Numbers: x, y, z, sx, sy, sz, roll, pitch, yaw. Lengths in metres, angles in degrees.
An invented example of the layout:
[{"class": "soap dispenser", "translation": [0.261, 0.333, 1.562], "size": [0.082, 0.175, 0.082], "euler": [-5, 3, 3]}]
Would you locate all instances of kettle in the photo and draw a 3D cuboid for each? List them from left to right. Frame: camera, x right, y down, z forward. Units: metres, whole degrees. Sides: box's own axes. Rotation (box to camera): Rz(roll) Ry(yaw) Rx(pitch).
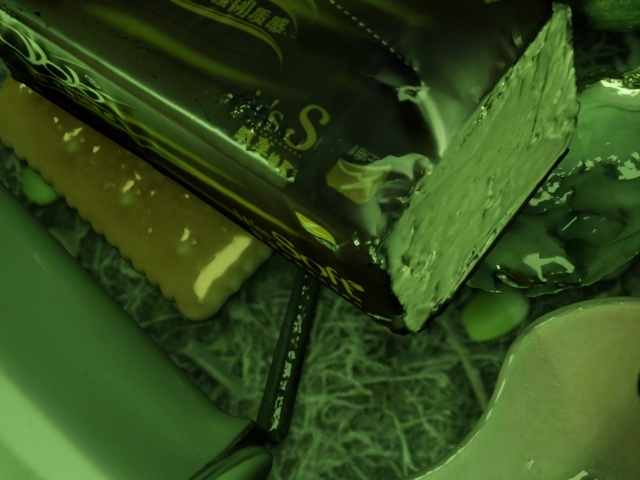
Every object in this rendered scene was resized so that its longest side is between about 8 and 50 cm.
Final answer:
[{"class": "kettle", "translation": [-0.227, 0.123, 1.198], "size": [0.318, 0.205, 0.265], "euler": [42, 69, 12]}]

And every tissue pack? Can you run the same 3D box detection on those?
[{"class": "tissue pack", "translation": [-0.037, -0.128, 1.188], "size": [0.370, 0.198, 0.210], "euler": [32, 80, 21]}]

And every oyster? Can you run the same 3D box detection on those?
[{"class": "oyster", "translation": [0.177, -0.053, 1.248], "size": [0.252, 0.087, 0.199], "euler": [-45, 75, -4]}]

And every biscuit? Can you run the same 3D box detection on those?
[{"class": "biscuit", "translation": [-0.118, -0.072, 1.309], "size": [0.160, 0.030, 0.249], "euler": [-46, 68, -2]}]

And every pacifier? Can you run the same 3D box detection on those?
[{"class": "pacifier", "translation": [0.166, 0.189, 1.130], "size": [0.332, 0.273, 0.220], "euler": [-47, 55, -5]}]

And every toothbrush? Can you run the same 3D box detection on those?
[{"class": "toothbrush", "translation": [0.000, 0.000, 1.291], "size": [0.030, 0.030, 0.297], "euler": [14, 78, 1]}]

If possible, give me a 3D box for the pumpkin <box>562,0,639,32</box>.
[{"class": "pumpkin", "translation": [0.159, -0.286, 1.220], "size": [0.327, 0.257, 0.291], "euler": [27, 72, 20]}]
